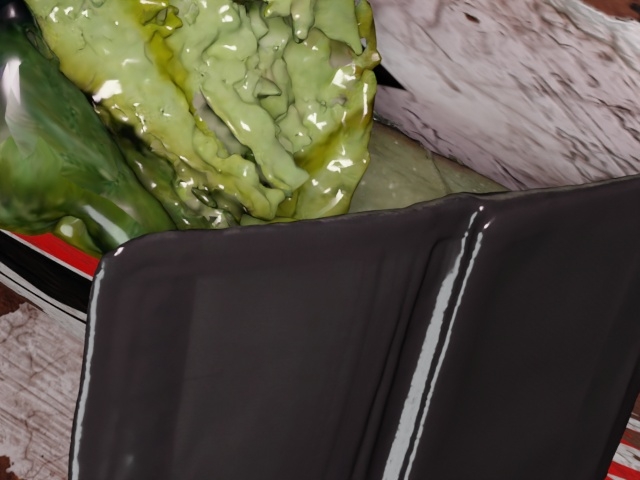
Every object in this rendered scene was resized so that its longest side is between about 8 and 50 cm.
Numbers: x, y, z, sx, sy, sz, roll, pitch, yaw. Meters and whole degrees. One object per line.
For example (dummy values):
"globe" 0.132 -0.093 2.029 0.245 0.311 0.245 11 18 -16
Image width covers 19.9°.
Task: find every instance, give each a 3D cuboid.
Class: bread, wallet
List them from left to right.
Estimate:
"bread" -0.148 -0.110 0.917 0.377 0.208 0.251 21 171 43
"wallet" 0.032 0.076 0.872 0.041 0.323 0.247 -121 34 -42

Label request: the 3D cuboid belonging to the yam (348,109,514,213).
"yam" 0.041 0.031 1.082 0.271 0.202 0.201 23 167 20
